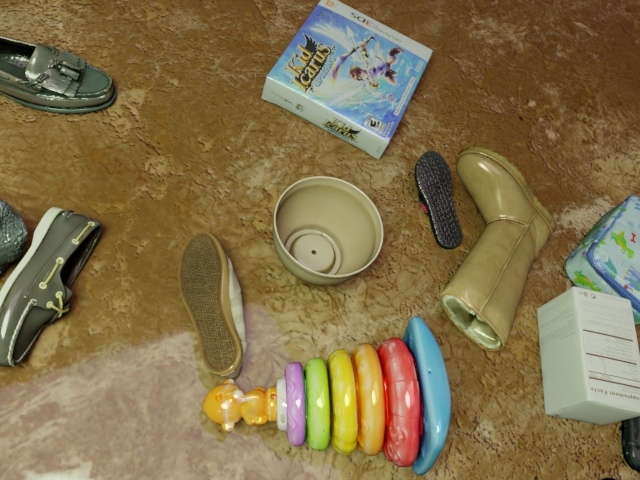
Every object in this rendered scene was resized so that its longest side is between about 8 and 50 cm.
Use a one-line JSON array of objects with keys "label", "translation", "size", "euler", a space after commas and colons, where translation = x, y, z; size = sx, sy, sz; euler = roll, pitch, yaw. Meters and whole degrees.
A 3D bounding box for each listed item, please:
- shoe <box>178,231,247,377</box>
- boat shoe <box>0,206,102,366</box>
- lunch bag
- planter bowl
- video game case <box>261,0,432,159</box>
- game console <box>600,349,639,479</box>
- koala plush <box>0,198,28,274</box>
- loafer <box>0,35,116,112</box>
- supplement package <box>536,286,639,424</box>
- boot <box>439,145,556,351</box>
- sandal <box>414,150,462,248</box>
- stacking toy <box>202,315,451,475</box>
[{"label": "shoe", "translation": [-0.148, 0.090, 0.782], "size": [0.076, 0.058, 0.219], "euler": [-21, 63, 8]}, {"label": "boat shoe", "translation": [-0.353, 0.058, 0.718], "size": [0.068, 0.081, 0.228], "euler": [13, 58, -5]}, {"label": "lunch bag", "translation": [0.561, 0.037, 0.994], "size": [0.219, 0.090, 0.176], "euler": [-39, 82, -28]}, {"label": "planter bowl", "translation": [0.000, 0.000, 0.836], "size": [0.161, 0.109, 0.162], "euler": [7, 62, -13]}, {"label": "video game case", "translation": [0.057, -0.316, 1.047], "size": [0.244, 0.061, 0.270], "euler": [27, 59, 0]}, {"label": "game console", "translation": [0.527, 0.346, 0.849], "size": [0.213, 0.044, 0.362], "euler": [21, 60, -7]}, {"label": "koala plush", "translation": [-0.498, -0.050, 0.683], "size": [0.203, 0.196, 0.221], "euler": [-21, 70, -37]}, {"label": "loafer", "translation": [-0.457, -0.266, 0.855], "size": [0.267, 0.084, 0.096], "euler": [9, 61, -12]}, {"label": "supplement package", "translation": [0.416, 0.181, 0.865], "size": [0.105, 0.105, 0.180], "euler": [13, 61, -10]}, {"label": "boot", "translation": [0.267, 0.003, 0.911], "size": [0.236, 0.089, 0.269], "euler": [42, 60, -5]}, {"label": "sandal", "translation": [0.202, -0.070, 0.978], "size": [0.067, 0.040, 0.179], "euler": [-9, 80, -14]}, {"label": "stacking toy", "translation": [0.001, 0.209, 0.717], "size": [0.301, 0.166, 0.175], "euler": [-2, 54, -5]}]
